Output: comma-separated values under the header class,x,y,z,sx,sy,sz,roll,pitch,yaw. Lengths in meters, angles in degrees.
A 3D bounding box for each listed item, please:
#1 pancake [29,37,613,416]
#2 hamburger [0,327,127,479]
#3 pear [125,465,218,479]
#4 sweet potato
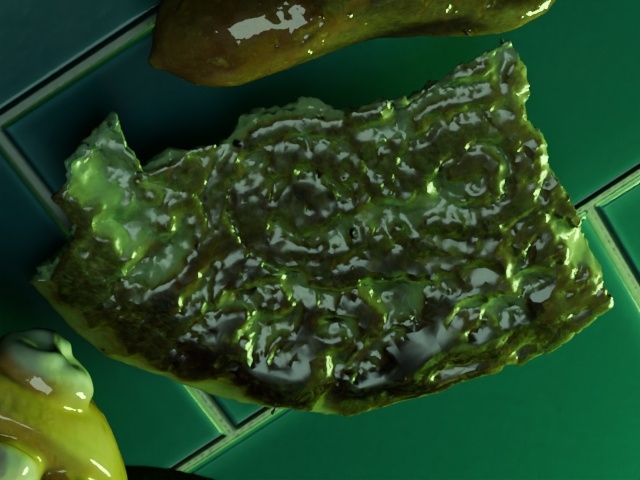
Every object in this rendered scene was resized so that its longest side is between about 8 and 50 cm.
class,x,y,z,sx,sy,sz,roll,pitch,yaw
pancake,0.001,0.004,1.436,0.426,0.067,0.305,-11,124,-4
hamburger,-0.257,0.171,1.357,0.276,0.237,0.276,10,153,5
pear,-0.155,0.394,1.545,0.399,0.165,0.399,-7,119,-13
sweet potato,0.021,-0.169,1.340,0.292,0.097,0.097,-11,120,-10
